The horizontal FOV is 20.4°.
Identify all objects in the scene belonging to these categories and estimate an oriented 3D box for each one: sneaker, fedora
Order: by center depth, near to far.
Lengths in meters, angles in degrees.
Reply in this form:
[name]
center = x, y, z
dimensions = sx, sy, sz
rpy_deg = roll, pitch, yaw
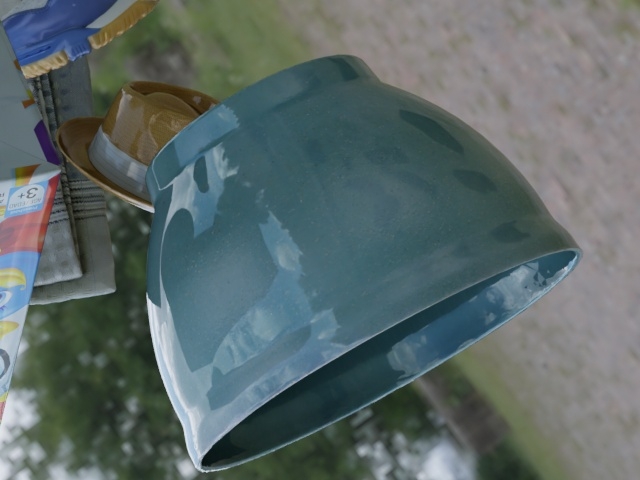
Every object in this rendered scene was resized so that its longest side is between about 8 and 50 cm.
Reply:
[sneaker]
center = -0.157, -0.244, 1.369
dimensions = 0.131, 0.296, 0.112
rpy_deg = 54, 171, -22
[fedora]
center = -0.126, -0.084, 1.508
dimensions = 0.194, 0.079, 0.194
rpy_deg = 18, -160, -7

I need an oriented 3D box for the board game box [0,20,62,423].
[board game box]
center = -0.261, 0.004, 1.062
dimensions = 0.142, 0.144, 0.275
rpy_deg = 63, 150, 29

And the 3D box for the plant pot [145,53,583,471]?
[plant pot]
center = 0.000, 0.000, 1.198
dimensions = 0.196, 0.293, 0.293
rpy_deg = 60, 180, 12

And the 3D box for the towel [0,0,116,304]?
[towel]
center = -0.353, -0.085, 1.589
dimensions = 0.056, 0.324, 0.312
rpy_deg = 127, 133, -61
